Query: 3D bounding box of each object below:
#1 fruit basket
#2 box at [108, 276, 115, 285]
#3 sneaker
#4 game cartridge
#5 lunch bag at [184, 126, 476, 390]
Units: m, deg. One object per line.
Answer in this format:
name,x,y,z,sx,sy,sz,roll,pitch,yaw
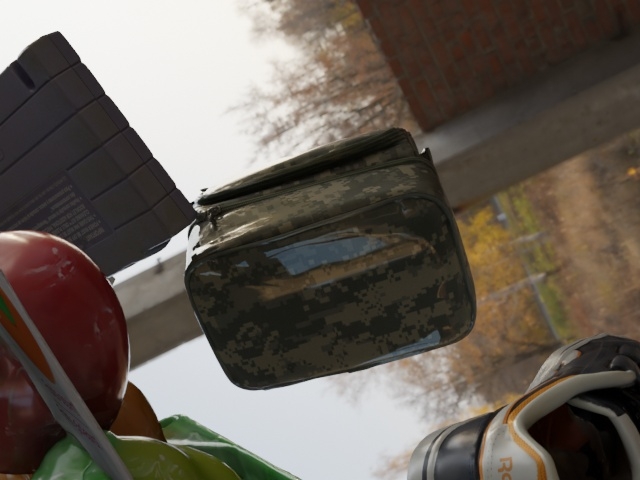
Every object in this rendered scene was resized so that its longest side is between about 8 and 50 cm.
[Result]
fruit basket,-0.140,0.106,0.413,0.353,0.165,0.327,58,156,-18
box,-0.506,0.063,1.487,0.181,0.181,0.119,56,-131,-49
sneaker,0.217,0.150,0.639,0.321,0.127,0.126,-17,-95,-43
game cartridge,-0.304,-0.049,0.896,0.230,0.355,0.068,51,-135,-17
lunch bag,0.000,0.000,0.941,0.256,0.305,0.213,-96,-13,-60
